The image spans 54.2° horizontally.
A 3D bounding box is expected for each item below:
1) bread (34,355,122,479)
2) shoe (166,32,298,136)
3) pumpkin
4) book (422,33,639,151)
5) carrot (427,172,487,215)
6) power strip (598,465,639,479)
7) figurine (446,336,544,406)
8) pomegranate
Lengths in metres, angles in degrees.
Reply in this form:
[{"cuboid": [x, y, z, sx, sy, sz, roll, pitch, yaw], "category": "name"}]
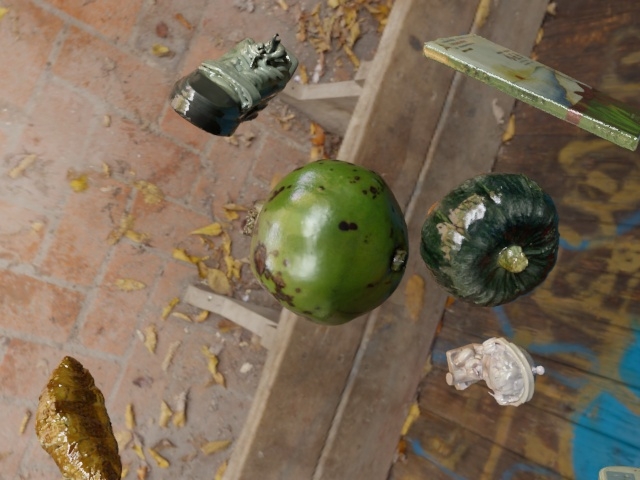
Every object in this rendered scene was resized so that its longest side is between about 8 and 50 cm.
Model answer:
[{"cuboid": [-0.349, 0.269, 0.885, 0.076, 0.233, 0.105, -47, 143, 11], "category": "bread"}, {"cuboid": [-0.116, -0.248, 0.926, 0.109, 0.293, 0.149, 43, 110, -4], "category": "shoe"}, {"cuboid": [0.250, 0.002, 0.911, 0.212, 0.152, 0.211, -9, 135, -10], "category": "pumpkin"}, {"cuboid": [0.295, -0.206, 0.836, 0.201, 0.290, 0.026, -33, 149, -53], "category": "book"}, {"cuboid": [0.382, -0.108, 1.726, 0.225, 0.067, 0.067, -34, 115, -20], "category": "carrot"}, {"cuboid": [0.320, 0.285, 0.606, 0.227, 0.080, 0.029, -31, 120, -68], "category": "power strip"}, {"cuboid": [0.414, 0.307, 1.476, 0.141, 0.237, 0.162, -15, 97, -29], "category": "figurine"}, {"cuboid": [0.000, 0.000, 0.946, 0.254, 0.271, 0.254, 14, 90, -75], "category": "pomegranate"}]
